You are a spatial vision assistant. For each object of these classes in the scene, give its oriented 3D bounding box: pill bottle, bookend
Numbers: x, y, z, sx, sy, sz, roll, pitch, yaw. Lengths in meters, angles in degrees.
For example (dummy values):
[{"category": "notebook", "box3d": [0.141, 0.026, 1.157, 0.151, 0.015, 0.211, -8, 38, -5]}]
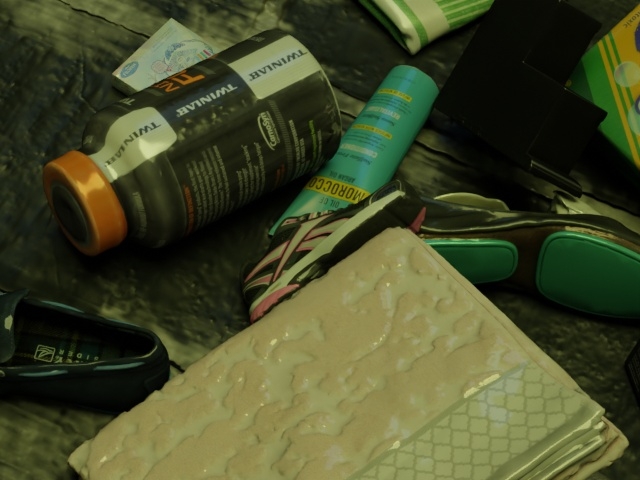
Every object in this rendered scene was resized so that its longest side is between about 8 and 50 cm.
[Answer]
[{"category": "pill bottle", "box3d": [-0.113, -0.076, 1.565, 0.246, 0.130, 0.130, -29, 66, -26]}, {"category": "bookend", "box3d": [0.201, -0.145, 1.617, 0.072, 0.157, 0.156, 23, 10, -38]}]

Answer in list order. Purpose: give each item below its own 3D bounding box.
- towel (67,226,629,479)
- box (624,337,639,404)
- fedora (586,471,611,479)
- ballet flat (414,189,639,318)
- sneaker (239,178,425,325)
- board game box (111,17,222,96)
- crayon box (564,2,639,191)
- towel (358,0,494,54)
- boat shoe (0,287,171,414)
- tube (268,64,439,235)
[{"category": "towel", "box3d": [0.009, 0.151, 1.363, 0.332, 0.053, 0.317, -34, 39, -12]}, {"category": "box", "box3d": [0.357, 0.093, 1.522, 0.156, 0.158, 0.093, -6, 58, -14]}, {"category": "fedora", "box3d": [0.137, 0.281, 1.376, 0.275, 0.124, 0.243, 14, 54, 5]}, {"category": "ballet flat", "box3d": [0.181, -0.002, 1.596, 0.280, 0.095, 0.096, 9, 44, -4]}, {"category": "sneaker", "box3d": [0.000, 0.000, 1.539, 0.178, 0.072, 0.077, -36, 54, 5]}, {"category": "board game box", "box3d": [-0.129, -0.150, 1.678, 0.090, 0.020, 0.090, 35, 58, 12]}, {"category": "crayon box", "box3d": [0.393, -0.090, 1.647, 0.203, 0.083, 0.323, -43, 71, -1]}, {"category": "towel", "box3d": [0.133, -0.335, 1.842, 0.325, 0.038, 0.248, -32, 69, -29]}, {"category": "boat shoe", "box3d": [-0.246, 0.069, 1.469, 0.258, 0.089, 0.109, 5, 56, -7]}, {"category": "tube", "box3d": [0.038, -0.069, 1.641, 0.080, 0.052, 0.207, 14, 55, 30]}]
